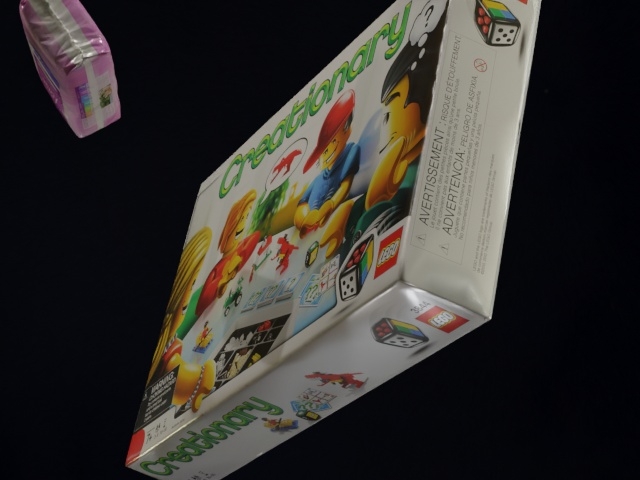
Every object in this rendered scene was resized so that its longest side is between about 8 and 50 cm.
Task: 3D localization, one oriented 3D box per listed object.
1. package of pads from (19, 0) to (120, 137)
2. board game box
[{"bbox_3d":[-0.129,-0.093,0.878,0.032,0.083,0.050,-29,-106,-12],"label":"package of pads"},{"bbox_3d":[0.000,0.000,0.883,0.053,0.305,0.193,24,-122,-19],"label":"board game box"}]
